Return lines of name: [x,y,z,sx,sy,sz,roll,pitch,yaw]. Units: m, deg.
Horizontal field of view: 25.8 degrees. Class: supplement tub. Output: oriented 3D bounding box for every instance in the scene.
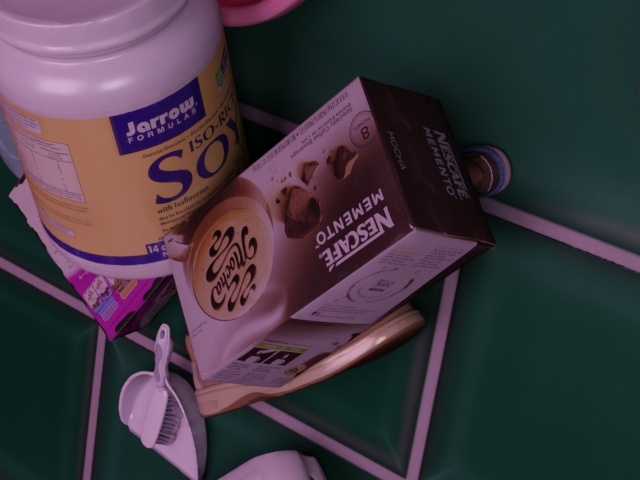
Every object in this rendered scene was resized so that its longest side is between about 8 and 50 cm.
supplement tub: [-0.206,-0.149,1.437,0.241,0.241,0.331,31,147,32]

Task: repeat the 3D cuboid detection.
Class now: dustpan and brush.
dustpan and brush: [-0.190,0.186,1.692,0.147,0.060,0.211,32,119,32]

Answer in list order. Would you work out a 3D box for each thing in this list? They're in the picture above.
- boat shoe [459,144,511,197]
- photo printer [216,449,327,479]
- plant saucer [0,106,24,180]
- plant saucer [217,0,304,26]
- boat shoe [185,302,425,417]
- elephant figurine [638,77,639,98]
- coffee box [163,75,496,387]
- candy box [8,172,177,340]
boat shoe: [0.096,-0.059,1.383,0.183,0.066,0.066,-15,90,42]
photo printer: [-0.093,0.390,1.558,0.307,0.107,0.256,-37,44,35]
plant saucer: [-0.375,-0.154,1.792,0.195,0.037,0.194,11,108,39]
plant saucer: [-0.076,-0.391,1.448,0.332,0.084,0.332,12,108,39]
boat shoe: [-0.034,0.104,1.498,0.341,0.122,0.110,-23,85,43]
elephant figurine: [0.382,-0.133,1.085,0.239,0.186,0.169,5,60,30]
coffee box: [0.000,0.000,1.333,0.297,0.119,0.168,-36,59,34]
candy box: [-0.259,-0.020,1.690,0.233,0.071,0.159,53,128,12]
